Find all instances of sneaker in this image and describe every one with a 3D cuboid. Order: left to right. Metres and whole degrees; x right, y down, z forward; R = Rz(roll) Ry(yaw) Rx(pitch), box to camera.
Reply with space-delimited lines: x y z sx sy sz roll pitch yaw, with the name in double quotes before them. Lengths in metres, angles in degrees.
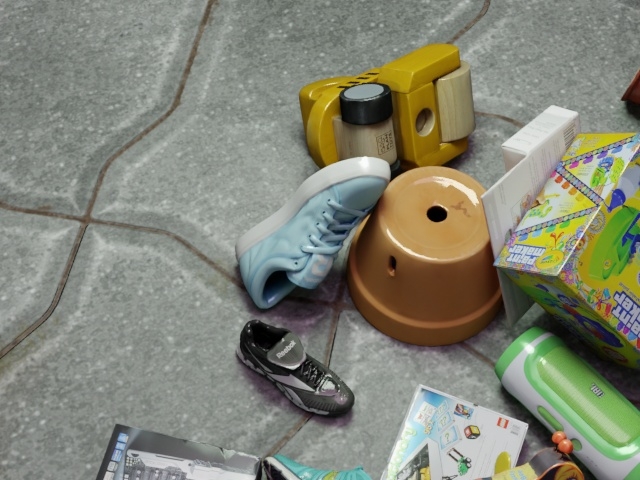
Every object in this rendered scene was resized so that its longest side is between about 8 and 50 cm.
"sneaker" -0.046 0.207 1.866 0.234 0.106 0.078 32 62 19
"sneaker" 0.000 0.000 1.900 0.135 0.366 0.150 7 57 -40
"sneaker" 0.027 0.395 1.723 0.275 0.107 0.110 18 41 36

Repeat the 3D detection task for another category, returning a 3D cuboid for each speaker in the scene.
"speaker" 0.423 0.277 1.816 0.131 0.131 0.296 -34 63 -21

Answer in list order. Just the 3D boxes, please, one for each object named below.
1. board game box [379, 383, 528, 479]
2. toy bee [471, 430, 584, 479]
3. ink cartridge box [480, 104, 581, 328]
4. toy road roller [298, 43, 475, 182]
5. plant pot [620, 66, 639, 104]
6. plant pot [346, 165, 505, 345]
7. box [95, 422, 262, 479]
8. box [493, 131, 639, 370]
"board game box" 0.192 0.394 1.776 0.193 0.053 0.305 20 58 11
"toy bee" 0.322 0.365 1.680 0.298 0.162 0.195 -13 20 -28
"ink cartridge box" 0.359 -0.040 1.922 0.261 0.296 0.066 -38 41 -26
"toy road roller" 0.110 -0.238 2.110 0.330 0.202 0.241 -29 33 -32
"plant pot" 0.765 -0.321 2.159 0.265 0.272 0.272 32 61 9
"plant pot" 0.191 0.008 1.946 0.291 0.203 0.290 0 56 0
"box" -0.243 0.454 1.714 0.243 0.076 0.307 12 57 7
"box" 0.493 0.020 1.837 0.290 0.177 0.279 39 78 -23
